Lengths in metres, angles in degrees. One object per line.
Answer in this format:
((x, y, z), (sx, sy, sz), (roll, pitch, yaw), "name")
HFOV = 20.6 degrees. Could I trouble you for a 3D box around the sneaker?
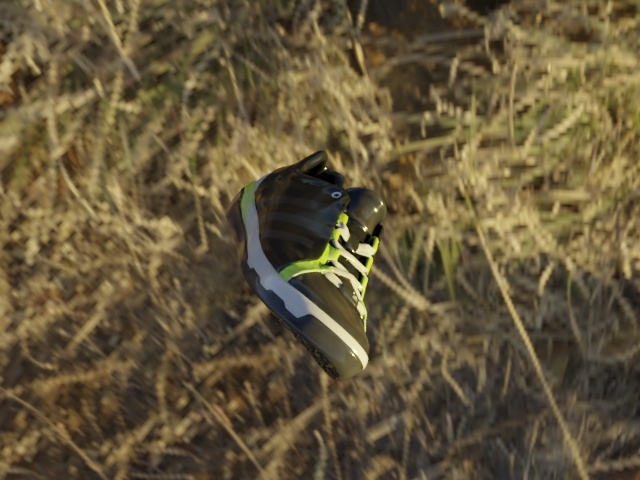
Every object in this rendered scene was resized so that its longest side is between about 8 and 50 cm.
((0.000, 0.000, 1.171), (0.097, 0.084, 0.235), (-37, 31, 5), "sneaker")
